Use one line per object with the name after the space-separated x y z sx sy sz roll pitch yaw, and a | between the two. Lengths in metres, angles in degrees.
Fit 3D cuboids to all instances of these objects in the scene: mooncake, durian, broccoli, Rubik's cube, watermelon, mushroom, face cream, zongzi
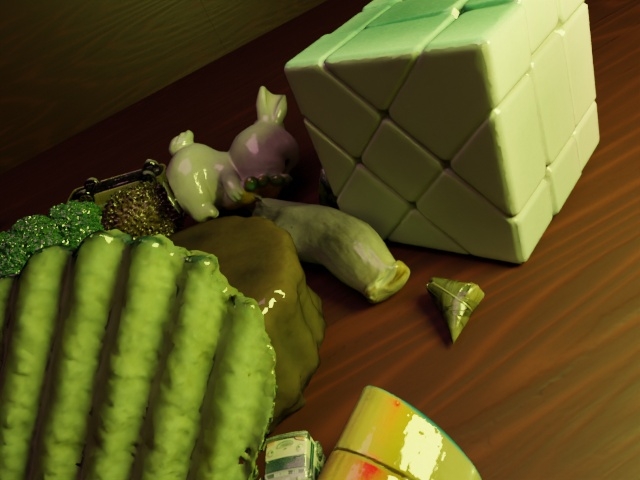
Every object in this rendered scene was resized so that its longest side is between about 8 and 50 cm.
-0.154 0.124 0.700 0.323 0.187 0.324 -16 34 11 | mooncake
-0.393 -0.031 1.134 0.196 0.166 0.196 -46 26 31 | durian
-0.504 0.069 1.011 0.295 0.265 0.245 -56 -9 20 | broccoli
0.195 -0.199 0.786 0.321 0.319 0.316 9 46 42 | Rubik's cube
0.058 -0.090 0.981 0.135 0.126 0.094 0 -2 -10 | watermelon
0.002 -0.002 0.842 0.351 0.097 0.110 24 83 47 | mushroom
0.040 0.270 0.433 0.139 0.067 0.285 27 51 10 | face cream
0.160 0.089 0.673 0.076 0.040 0.083 9 63 52 | zongzi

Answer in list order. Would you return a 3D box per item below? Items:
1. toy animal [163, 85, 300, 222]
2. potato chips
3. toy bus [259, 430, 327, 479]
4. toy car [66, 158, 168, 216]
-0.169 -0.163 1.107 0.309 0.183 0.247 -30 65 -1 | toy animal
-0.231 0.194 0.511 0.358 0.430 0.070 15 4 13 | potato chips
-0.016 0.238 0.514 0.052 0.102 0.058 -17 36 14 | toy bus
-0.507 -0.112 1.350 0.256 0.125 0.101 -17 32 -2 | toy car
